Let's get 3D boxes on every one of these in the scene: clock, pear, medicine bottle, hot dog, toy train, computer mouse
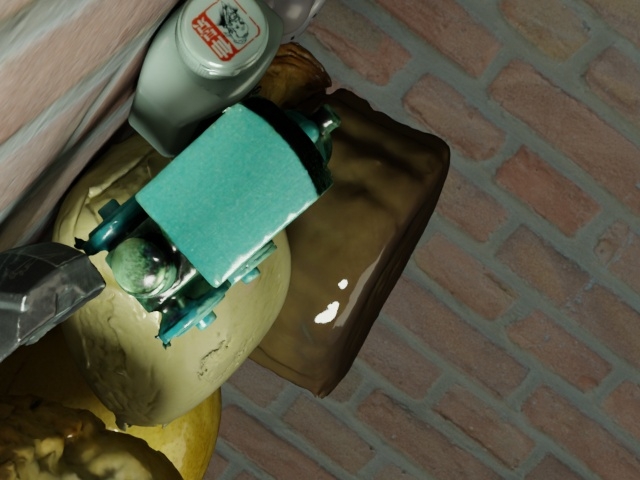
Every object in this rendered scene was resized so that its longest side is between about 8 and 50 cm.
[{"bbox_3d":[-0.043,-0.228,1.391,0.117,0.080,0.176,-54,-176,-16],"label":"clock"},{"bbox_3d":[-0.250,0.191,1.615,0.314,0.314,0.314,-52,-176,5],"label":"pear"},{"bbox_3d":[-0.089,-0.138,1.154,0.121,0.083,0.229,-46,-178,-12],"label":"medicine bottle"},{"bbox_3d":[-0.104,-0.150,1.645,0.259,0.114,0.175,-36,172,-47],"label":"hot dog"},{"bbox_3d":[-0.067,-0.034,1.166,0.194,0.120,0.298,-41,-178,15],"label":"toy train"},{"bbox_3d":[-0.245,0.056,1.104,0.126,0.071,0.231,-39,-177,-39],"label":"computer mouse"}]

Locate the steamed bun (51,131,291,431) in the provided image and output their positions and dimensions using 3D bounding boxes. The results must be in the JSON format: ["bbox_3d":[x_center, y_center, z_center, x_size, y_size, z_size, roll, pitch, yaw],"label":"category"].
[{"bbox_3d":[-0.131,0.039,1.393,0.232,0.166,0.273,-51,136,-55],"label":"steamed bun"}]

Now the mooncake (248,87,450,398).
[{"bbox_3d":[0.001,-0.001,1.648,0.324,0.187,0.324,-57,170,-16],"label":"mooncake"}]

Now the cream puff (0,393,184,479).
[{"bbox_3d":[-0.284,0.245,1.188,0.343,0.231,0.327,-36,178,-16],"label":"cream puff"}]
